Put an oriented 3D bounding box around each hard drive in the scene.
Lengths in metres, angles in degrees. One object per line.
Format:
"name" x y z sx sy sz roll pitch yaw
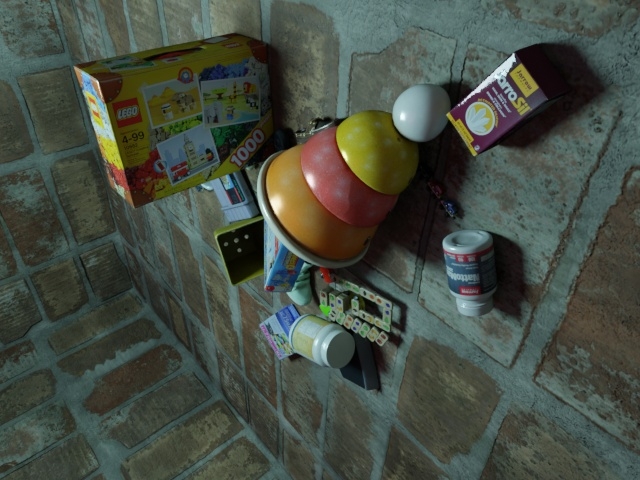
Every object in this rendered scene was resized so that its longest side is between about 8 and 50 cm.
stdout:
"hard drive" 0.112 0.395 1.748 0.172 0.054 0.254 14 124 50

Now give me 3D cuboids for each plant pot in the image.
"plant pot" -0.297 0.020 1.934 0.187 0.212 0.212 29 137 61

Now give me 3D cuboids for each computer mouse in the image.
"computer mouse" -0.116 -0.256 1.618 0.071 0.041 0.242 51 154 34

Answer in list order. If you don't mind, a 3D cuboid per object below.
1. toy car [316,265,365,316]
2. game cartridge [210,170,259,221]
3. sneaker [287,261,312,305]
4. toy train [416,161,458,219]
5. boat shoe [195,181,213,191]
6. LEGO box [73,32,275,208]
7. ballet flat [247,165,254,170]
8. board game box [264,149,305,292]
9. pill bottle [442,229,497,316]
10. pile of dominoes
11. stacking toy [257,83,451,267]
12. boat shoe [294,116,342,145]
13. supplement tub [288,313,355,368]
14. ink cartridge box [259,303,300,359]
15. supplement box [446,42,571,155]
"toy car" 0.052 0.178 1.676 0.239 0.053 0.225 51 147 19
"game cartridge" -0.374 -0.243 1.943 0.230 0.068 0.354 -1 116 62
"sneaker" -0.070 0.120 1.760 0.151 0.094 0.255 2 113 61
"toy train" 0.273 -0.117 1.171 0.158 0.027 0.036 57 137 9
"boat shoe" -0.487 -0.236 2.135 0.183 0.065 0.083 38 143 43
"LEGO box" -0.400 -0.370 1.496 0.193 0.501 0.372 33 138 39
"ballet flat" -0.292 -0.320 1.800 0.168 0.057 0.052 56 157 11
"board game box" -0.101 -0.050 1.484 0.301 0.086 0.307 116 155 -54
"pill bottle" 0.342 0.075 1.137 0.108 0.108 0.180 14 124 51
"pile of dominoes" 0.106 0.224 1.548 0.251 0.040 0.195 24 131 35
"stacking toy" 0.106 -0.177 1.162 0.480 0.351 0.350 -39 80 42
"boat shoe" -0.012 -0.303 1.392 0.207 0.073 0.073 -13 104 57
"supplement tub" 0.004 0.336 1.674 0.200 0.144 0.144 13 123 50
"ink cartridge box" -0.146 0.388 2.110 0.185 0.065 0.311 58 146 6
"supplement box" 0.339 -0.253 0.923 0.104 0.081 0.188 58 148 7
